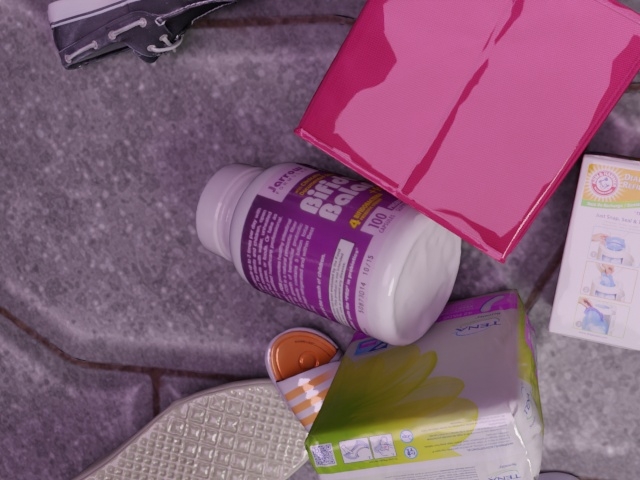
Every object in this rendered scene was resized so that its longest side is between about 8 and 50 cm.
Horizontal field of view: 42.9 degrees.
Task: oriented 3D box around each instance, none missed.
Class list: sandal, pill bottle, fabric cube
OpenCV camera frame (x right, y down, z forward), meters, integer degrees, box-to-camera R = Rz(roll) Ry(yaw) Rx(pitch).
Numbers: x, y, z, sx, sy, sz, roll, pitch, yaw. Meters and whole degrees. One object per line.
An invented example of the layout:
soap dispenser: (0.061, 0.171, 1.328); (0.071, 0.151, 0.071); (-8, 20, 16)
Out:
sandal: (0.028, 0.228, 1.061); (0.102, 0.076, 0.265); (-32, 94, -16)
pill bottle: (0.000, 0.000, 0.977); (0.302, 0.169, 0.169); (19, 104, 32)
fabric cube: (0.172, -0.165, 0.877); (0.259, 0.254, 0.258); (33, 106, 9)

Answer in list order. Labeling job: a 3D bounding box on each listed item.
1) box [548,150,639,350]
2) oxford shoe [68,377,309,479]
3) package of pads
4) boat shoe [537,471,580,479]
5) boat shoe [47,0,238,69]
box: (0.332, 0.005, 0.927); (0.103, 0.114, 0.203); (11, 103, 17)
oxford shoe: (-0.199, 0.320, 1.143); (0.450, 0.130, 0.169); (-30, 84, 4)
package of pads: (0.132, 0.168, 0.919); (0.229, 0.296, 0.101); (-13, 107, 19)
boat shoe: (0.283, 0.321, 1.039); (0.100, 0.035, 0.035); (-9, 123, 14)
boat shoe: (-0.220, -0.283, 1.057); (0.302, 0.108, 0.102); (-7, 96, 20)
